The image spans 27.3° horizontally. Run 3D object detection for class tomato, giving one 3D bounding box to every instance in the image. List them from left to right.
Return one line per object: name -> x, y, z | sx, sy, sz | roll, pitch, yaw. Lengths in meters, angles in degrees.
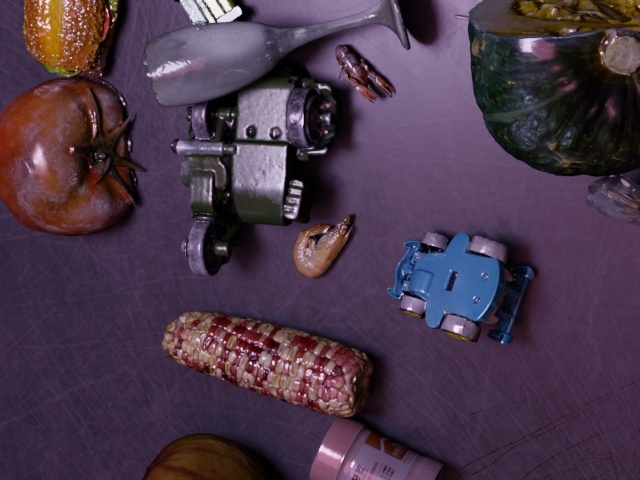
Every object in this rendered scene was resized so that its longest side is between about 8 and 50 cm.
tomato -> -0.350, -0.103, 1.738 | 0.181, 0.155, 0.214 | -6, 101, 26

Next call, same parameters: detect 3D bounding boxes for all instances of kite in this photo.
kite -> 0.413, -0.004, 1.495 | 0.245, 0.141, 0.015 | 32, 80, 4

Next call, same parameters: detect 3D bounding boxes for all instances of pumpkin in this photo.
pumpkin -> 0.311, -0.165, 1.413 | 0.293, 0.263, 0.196 | -5, 112, 9

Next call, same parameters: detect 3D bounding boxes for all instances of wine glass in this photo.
wine glass -> -0.069, -0.315, 1.601 | 0.310, 0.096, 0.264 | -14, 73, 8

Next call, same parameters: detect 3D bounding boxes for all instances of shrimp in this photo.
shrimp -> 0.000, 0.000, 1.694 | 0.059, 0.023, 0.108 | 40, 112, 18
shrimp -> 0.047, -0.202, 1.623 | 0.092, 0.038, 0.029 | 40, 155, 8

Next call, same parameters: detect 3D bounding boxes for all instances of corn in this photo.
corn -> -0.071, 0.156, 1.717 | 0.290, 0.098, 0.098 | 13, 106, 21

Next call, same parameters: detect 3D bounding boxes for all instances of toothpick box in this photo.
toothpick box -> 0.073, 0.298, 1.690 | 0.149, 0.098, 0.098 | 25, 109, 13

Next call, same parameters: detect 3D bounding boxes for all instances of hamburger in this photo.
hamburger -> -0.333, -0.296, 1.719 | 0.137, 0.087, 0.165 | 16, 107, 17

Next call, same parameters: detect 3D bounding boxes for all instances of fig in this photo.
fig -> -0.090, 0.381, 1.741 | 0.321, 0.217, 0.217 | 19, 109, -5

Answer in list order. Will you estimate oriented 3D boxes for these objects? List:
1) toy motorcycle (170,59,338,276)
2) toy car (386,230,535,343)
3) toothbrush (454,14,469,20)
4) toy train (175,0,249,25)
toy motorcycle -> -0.079, -0.090, 1.656 | 0.205, 0.127, 0.275 | 4, 96, 19
toy car -> 0.171, 0.060, 1.617 | 0.161, 0.098, 0.126 | 11, 78, 47
toothbrush -> 0.206, -0.257, 1.566 | 0.097, 0.006, 0.008 | 14, 110, 18
toy train -> -0.146, -0.304, 1.670 | 0.081, 0.050, 0.122 | -34, 89, 14
